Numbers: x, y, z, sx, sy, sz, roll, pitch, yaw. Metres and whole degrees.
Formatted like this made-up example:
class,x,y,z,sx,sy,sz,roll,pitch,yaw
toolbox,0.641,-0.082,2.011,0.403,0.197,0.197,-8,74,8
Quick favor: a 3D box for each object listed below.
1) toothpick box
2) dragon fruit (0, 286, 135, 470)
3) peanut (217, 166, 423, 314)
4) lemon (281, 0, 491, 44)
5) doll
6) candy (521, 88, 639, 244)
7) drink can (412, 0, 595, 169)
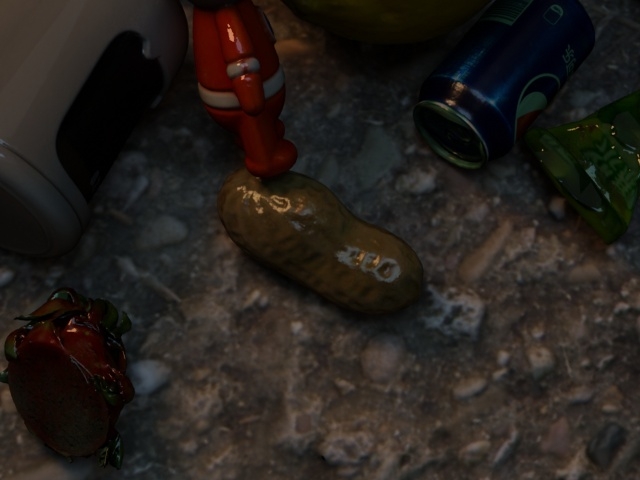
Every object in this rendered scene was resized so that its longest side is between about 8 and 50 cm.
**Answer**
class,x,y,z,sx,sy,sz,roll,pitch,yaw
toothpick box,-0.267,-0.167,1.254,0.229,0.229,0.316,26,66,3
dragon fruit,-0.226,0.114,1.202,0.138,0.142,0.175,-10,43,25
peanut,0.000,0.000,1.279,0.226,0.108,0.095,32,63,3
lemon,0.069,-0.369,1.308,0.348,0.348,0.348,2,69,-6
doll,-0.087,-0.230,1.211,0.105,0.200,0.336,-16,115,-4
candy,0.347,-0.109,1.386,0.246,0.069,0.149,-33,72,-12
drink can,0.192,-0.176,1.366,0.118,0.118,0.205,39,71,8
